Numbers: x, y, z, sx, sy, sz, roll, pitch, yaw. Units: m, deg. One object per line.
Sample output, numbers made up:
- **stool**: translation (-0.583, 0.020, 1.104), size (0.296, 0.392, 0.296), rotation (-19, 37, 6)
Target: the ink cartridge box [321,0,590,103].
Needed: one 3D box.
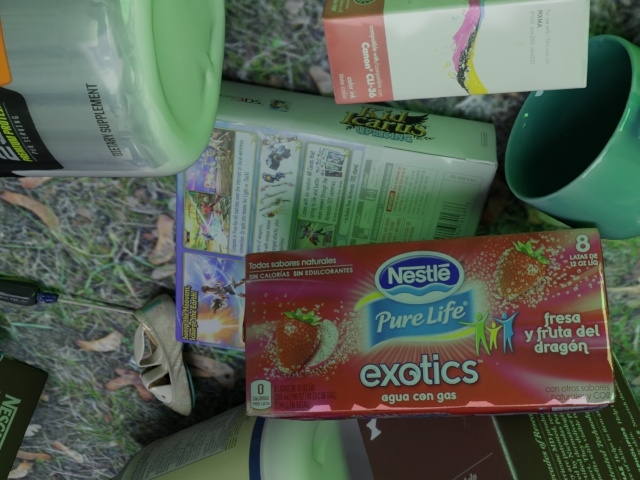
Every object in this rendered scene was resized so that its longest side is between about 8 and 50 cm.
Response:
- **ink cartridge box**: translation (0.108, -0.150, 0.577), size (0.198, 0.115, 0.067), rotation (-2, 131, 12)

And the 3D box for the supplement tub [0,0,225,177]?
- **supplement tub**: translation (-0.246, -0.144, 0.578), size (0.338, 0.207, 0.207), rotation (0, 133, 9)

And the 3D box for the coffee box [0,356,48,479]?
- **coffee box**: translation (-0.434, 0.268, 1.019), size (0.119, 0.168, 0.297), rotation (27, 132, -15)

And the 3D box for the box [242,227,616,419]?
- **box**: translation (0.081, 0.070, 0.668), size (0.257, 0.123, 0.128), rotation (-5, 166, 14)

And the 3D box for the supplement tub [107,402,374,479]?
- **supplement tub**: translation (-0.078, 0.299, 0.943), size (0.325, 0.235, 0.235), rotation (-28, 123, 30)

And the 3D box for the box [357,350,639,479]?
- **box**: translation (0.175, 0.195, 0.812), size (0.203, 0.167, 0.168), rotation (9, 139, -33)

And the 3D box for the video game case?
- **video game case**: translation (0.000, 0.000, 0.772), size (0.244, 0.061, 0.269), rotation (9, 133, -1)

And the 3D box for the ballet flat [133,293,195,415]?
- **ballet flat**: translation (-0.165, 0.124, 0.915), size (0.052, 0.057, 0.168), rotation (-25, 133, -29)

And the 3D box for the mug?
- **mug**: translation (0.210, -0.059, 0.618), size (0.097, 0.158, 0.129), rotation (25, 117, -20)

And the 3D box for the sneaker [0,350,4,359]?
- **sneaker**: translation (-0.372, 0.080, 0.918), size (0.053, 0.059, 0.144), rotation (14, 125, 40)

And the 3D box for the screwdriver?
- **screwdriver**: translation (-0.250, 0.059, 0.900), size (0.170, 0.024, 0.025), rotation (6, 105, -5)
